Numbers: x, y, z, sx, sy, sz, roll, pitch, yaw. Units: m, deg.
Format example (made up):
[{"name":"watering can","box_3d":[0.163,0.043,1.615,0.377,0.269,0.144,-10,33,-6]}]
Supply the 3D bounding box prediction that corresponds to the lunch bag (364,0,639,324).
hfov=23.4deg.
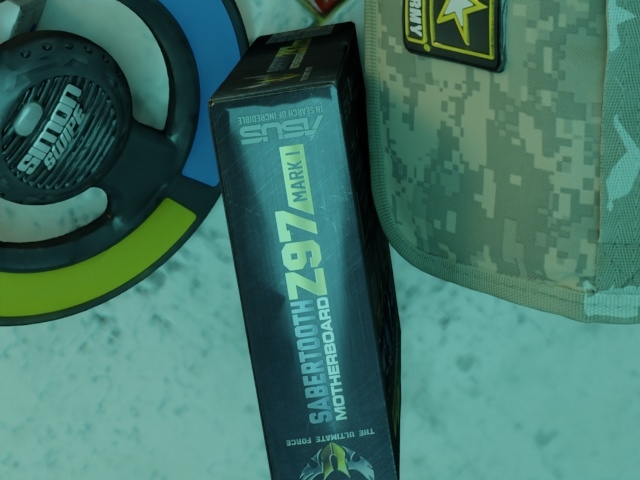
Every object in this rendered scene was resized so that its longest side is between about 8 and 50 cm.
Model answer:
[{"name":"lunch bag","box_3d":[0.104,-0.113,0.679,0.169,0.287,0.235,1,105,1]}]

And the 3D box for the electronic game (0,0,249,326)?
[{"name":"electronic game","box_3d":[-0.136,-0.060,0.770,0.229,0.048,0.229,-17,125,-26]}]

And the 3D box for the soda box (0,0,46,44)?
[{"name":"soda box","box_3d":[-0.259,-0.133,0.796,0.216,0.069,0.073,23,104,-4]}]

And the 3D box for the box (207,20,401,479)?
[{"name":"box","box_3d":[0.000,0.000,0.737,0.059,0.232,0.183,-8,104,6]}]
